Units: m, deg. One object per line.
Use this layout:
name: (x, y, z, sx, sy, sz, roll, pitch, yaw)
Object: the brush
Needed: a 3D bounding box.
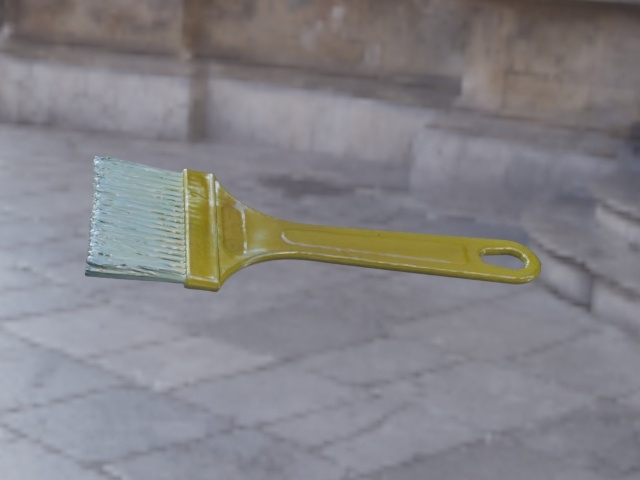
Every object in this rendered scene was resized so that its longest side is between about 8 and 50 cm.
brush: (0.000, 0.000, 0.713, 0.205, 0.011, 0.083, 7, 35, -11)
